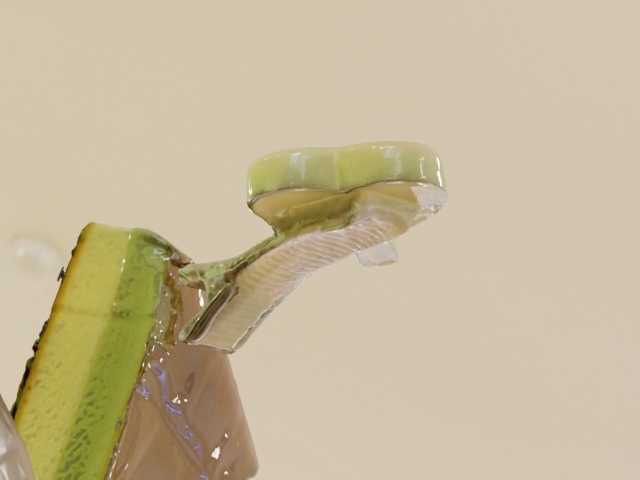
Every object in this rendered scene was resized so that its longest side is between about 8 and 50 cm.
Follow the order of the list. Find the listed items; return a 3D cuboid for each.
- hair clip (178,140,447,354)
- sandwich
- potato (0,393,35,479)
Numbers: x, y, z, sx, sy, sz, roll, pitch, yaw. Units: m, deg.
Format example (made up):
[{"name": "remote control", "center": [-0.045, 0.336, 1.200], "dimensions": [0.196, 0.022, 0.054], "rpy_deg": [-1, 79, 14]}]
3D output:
[{"name": "hair clip", "center": [0.002, -0.001, 1.204], "dimensions": [0.159, 0.071, 0.218], "rpy_deg": [11, -33, -42]}, {"name": "sandwich", "center": [-0.126, 0.121, 1.396], "dimensions": [0.108, 0.220, 0.186], "rpy_deg": [5, -20, 31]}, {"name": "potato", "center": [-0.153, 0.091, 0.521], "dimensions": [0.116, 0.239, 0.299], "rpy_deg": [-23, -25, 20]}]
